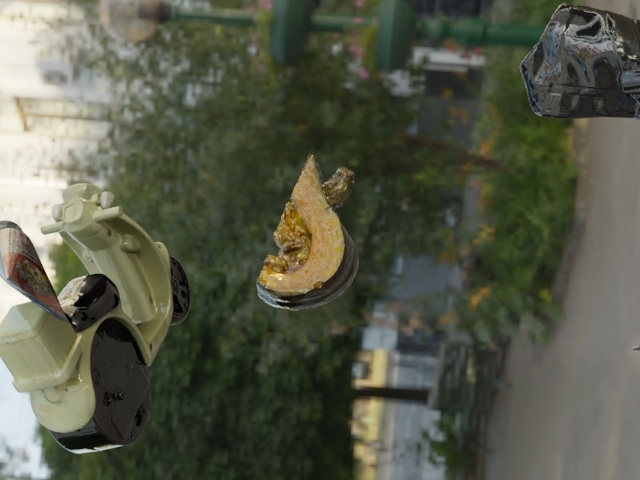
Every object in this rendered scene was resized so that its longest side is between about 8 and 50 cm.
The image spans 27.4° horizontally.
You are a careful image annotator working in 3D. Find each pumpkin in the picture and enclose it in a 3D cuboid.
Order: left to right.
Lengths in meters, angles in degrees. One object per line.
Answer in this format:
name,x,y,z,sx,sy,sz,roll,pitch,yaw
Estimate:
pumpkin,0.004,-0.004,1.940,0.131,0.126,0.248,61,-136,-66

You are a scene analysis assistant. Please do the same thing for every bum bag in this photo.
bum bag,0.386,-0.198,1.511,0.074,0.310,0.137,-53,-32,-72

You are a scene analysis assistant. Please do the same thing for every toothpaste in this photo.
toothpaste,-0.356,0.035,1.553,0.057,0.089,0.234,-50,29,1

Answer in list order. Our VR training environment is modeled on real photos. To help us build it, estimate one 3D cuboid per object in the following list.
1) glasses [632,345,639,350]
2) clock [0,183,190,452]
glasses,0.490,0.131,1.814,0.103,0.140,0.062,-54,-43,-8
clock,-0.281,0.089,1.702,0.379,0.120,0.276,-78,-31,-52
